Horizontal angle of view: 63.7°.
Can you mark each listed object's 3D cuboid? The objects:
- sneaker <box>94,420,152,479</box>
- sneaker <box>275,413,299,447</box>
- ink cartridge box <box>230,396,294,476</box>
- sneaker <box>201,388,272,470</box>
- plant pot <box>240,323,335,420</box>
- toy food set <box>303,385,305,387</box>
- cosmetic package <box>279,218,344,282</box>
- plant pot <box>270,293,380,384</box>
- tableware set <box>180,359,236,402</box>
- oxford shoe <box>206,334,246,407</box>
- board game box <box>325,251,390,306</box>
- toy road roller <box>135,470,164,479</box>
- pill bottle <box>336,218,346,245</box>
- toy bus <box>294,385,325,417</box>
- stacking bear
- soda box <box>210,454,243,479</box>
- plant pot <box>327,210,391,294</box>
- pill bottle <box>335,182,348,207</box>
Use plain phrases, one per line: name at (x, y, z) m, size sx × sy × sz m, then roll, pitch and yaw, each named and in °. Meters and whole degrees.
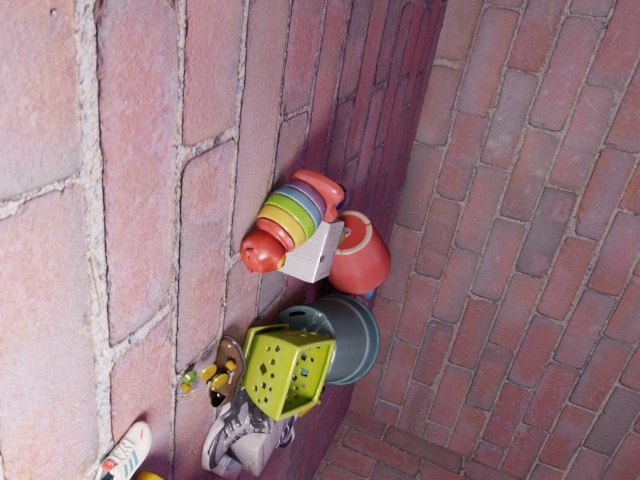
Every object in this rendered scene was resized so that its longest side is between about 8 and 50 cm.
sneaker at (-0.394, 0.435, 1.019) m, size 0.161 × 0.057 × 0.075 m, roll -61°, pitch 167°, yaw -24°
sneaker at (-0.173, 0.779, 2.060) m, size 0.153 × 0.099 × 0.282 m, roll -43°, pitch 154°, yaw -46°
ink cartridge box at (-0.198, 0.634, 1.782) m, size 0.272 × 0.114 × 0.196 m, roll -56°, pitch 158°, yaw -46°
sneaker at (-0.232, 0.560, 1.517) m, size 0.101 × 0.153 × 0.268 m, roll 81°, pitch 31°, yaw -57°
plant pot at (-0.117, 0.371, 1.538) m, size 0.227 × 0.207 × 0.228 m, roll 8°, pitch 99°, yaw -61°
toy food set at (-0.061, 0.517, 2.125) m, size 0.104 × 0.111 × 0.232 m, roll -53°, pitch 157°, yaw -79°
cosmetic package at (-0.040, 0.010, 1.550) m, size 0.151 × 0.152 × 0.183 m, roll -15°, pitch 122°, yaw -70°
plant pot at (-0.003, 0.351, 1.794) m, size 0.334 × 0.341 × 0.340 m, roll 17°, pitch 91°, yaw -65°
tableware set at (-0.276, 0.336, 1.269) m, size 0.154 × 0.024 × 0.104 m, roll -12°, pitch 132°, yaw -44°
oxford shoe at (-0.253, 0.353, 1.359) m, size 0.096 × 0.083 × 0.227 m, roll -32°, pitch 135°, yaw -54°
board game box at (0.136, 0.189, 2.193) m, size 0.302 × 0.086 × 0.308 m, roll -38°, pitch -160°, yaw 57°
toy road roller at (-0.387, 0.676, 1.151) m, size 0.329 × 0.241 × 0.202 m, roll 53°, pitch 47°, yaw -25°
pill bottle at (0.000, 0.000, 1.735) m, size 0.208 × 0.118 × 0.117 m, roll -39°, pitch 144°, yaw -61°
toy bus at (-0.043, 0.654, 2.189) m, size 0.202 × 0.104 × 0.191 m, roll -35°, pitch -170°, yaw 50°
stacking bear at (-0.092, -0.035, 1.330) m, size 0.289 × 0.164 × 0.175 m, roll -51°, pitch 170°, yaw -25°
soda box at (-0.302, 0.720, 1.634) m, size 0.183 × 0.058 × 0.063 m, roll 82°, pitch 31°, yaw -59°
plant pot at (0.120, 0.031, 1.962) m, size 0.274 × 0.275 × 0.243 m, roll -64°, pitch 153°, yaw -25°
pill bottle at (0.029, -0.145, 1.713) m, size 0.169 × 0.094 × 0.094 m, roll -19°, pitch 126°, yaw -70°
